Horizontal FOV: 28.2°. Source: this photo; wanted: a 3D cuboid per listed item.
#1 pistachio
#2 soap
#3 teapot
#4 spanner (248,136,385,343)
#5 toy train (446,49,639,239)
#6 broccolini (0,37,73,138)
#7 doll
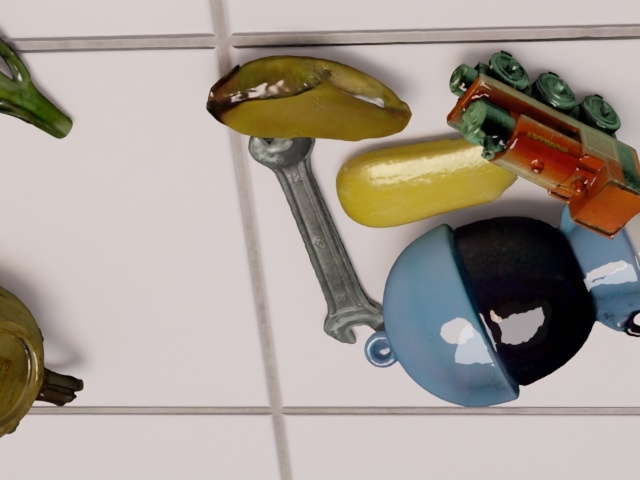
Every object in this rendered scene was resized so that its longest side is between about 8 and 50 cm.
[{"bbox_3d":[-0.009,-0.125,1.072,0.173,0.049,0.089,3,153,-3],"label":"pistachio"},{"bbox_3d":[0.097,-0.052,1.146,0.169,0.033,0.089,-9,135,12],"label":"soap"},{"bbox_3d":[-0.368,0.120,1.283,0.183,0.173,0.269,13,176,42],"label":"teapot"},{"bbox_3d":[0.000,0.000,1.218,0.071,0.017,0.302,-11,133,14],"label":"spanner"},{"bbox_3d":[0.184,-0.083,1.051,0.176,0.118,0.074,23,129,-20],"label":"toy train"},{"bbox_3d":[-0.286,-0.143,1.065,0.203,0.068,0.091,37,107,-29],"label":"broccolini"},{"bbox_3d":[0.185,0.049,1.170,0.314,0.141,0.177,-22,98,10],"label":"doll"}]
